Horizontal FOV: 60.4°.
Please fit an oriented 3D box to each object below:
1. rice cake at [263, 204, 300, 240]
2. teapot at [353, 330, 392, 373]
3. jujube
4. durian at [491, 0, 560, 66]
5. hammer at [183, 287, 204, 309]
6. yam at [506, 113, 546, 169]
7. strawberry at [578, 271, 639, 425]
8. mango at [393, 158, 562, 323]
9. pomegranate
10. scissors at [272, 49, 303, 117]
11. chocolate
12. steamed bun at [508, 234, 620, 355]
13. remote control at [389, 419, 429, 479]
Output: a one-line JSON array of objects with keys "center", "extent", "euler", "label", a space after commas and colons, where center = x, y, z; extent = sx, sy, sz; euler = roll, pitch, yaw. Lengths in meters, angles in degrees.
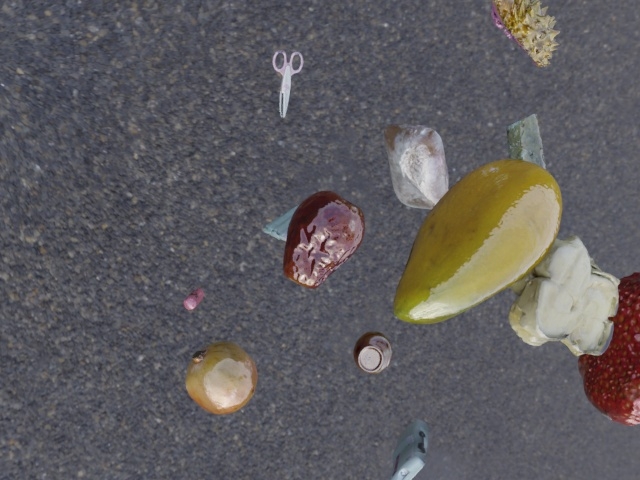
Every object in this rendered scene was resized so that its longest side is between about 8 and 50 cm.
[{"center": [-0.075, -0.063, 1.815], "extent": [0.211, 0.124, 0.038], "euler": [-37, 132, -36], "label": "rice cake"}, {"center": [0.135, 0.287, 1.413], "extent": [0.078, 0.098, 0.129], "euler": [-52, 157, -62], "label": "teapot"}, {"center": [0.000, 0.000, 1.415], "extent": [0.190, 0.190, 0.255], "euler": [27, 91, -38], "label": "jujube"}, {"center": [0.554, -0.544, 1.428], "extent": [0.112, 0.191, 0.341], "euler": [-46, 163, 24], "label": "durian"}, {"center": [-0.367, 0.169, 1.593], "extent": [0.043, 0.083, 0.043], "euler": [3, 112, 9], "label": "hammer"}, {"center": [0.644, -0.294, 1.730], "extent": [0.107, 0.107, 0.194], "euler": [-8, 91, -33], "label": "yam"}, {"center": [0.688, 0.226, 1.138], "extent": [0.267, 0.312, 0.351], "euler": [41, 82, -12], "label": "strawberry"}, {"center": [0.199, -0.004, 0.695], "extent": [0.317, 0.176, 0.119], "euler": [-43, 115, -33], "label": "mango"}, {"center": [-0.253, 0.351, 1.426], "extent": [0.191, 0.191, 0.191], "euler": [-13, 113, -31], "label": "pomegranate"}, {"center": [-0.095, -0.422, 1.489], "extent": [0.085, 0.022, 0.176], "euler": [-2, 116, -23], "label": "scissors"}, {"center": [0.291, -0.210, 1.693], "extent": [0.100, 0.185, 0.303], "euler": [-61, 144, -36], "label": "chocolate"}, {"center": [0.394, 0.087, 0.914], "extent": [0.177, 0.106, 0.193], "euler": [12, 86, -22], "label": "steamed bun"}, {"center": [0.125, 0.307, 0.792], "extent": [0.065, 0.029, 0.166], "euler": [-48, 169, 8], "label": "remote control"}]
